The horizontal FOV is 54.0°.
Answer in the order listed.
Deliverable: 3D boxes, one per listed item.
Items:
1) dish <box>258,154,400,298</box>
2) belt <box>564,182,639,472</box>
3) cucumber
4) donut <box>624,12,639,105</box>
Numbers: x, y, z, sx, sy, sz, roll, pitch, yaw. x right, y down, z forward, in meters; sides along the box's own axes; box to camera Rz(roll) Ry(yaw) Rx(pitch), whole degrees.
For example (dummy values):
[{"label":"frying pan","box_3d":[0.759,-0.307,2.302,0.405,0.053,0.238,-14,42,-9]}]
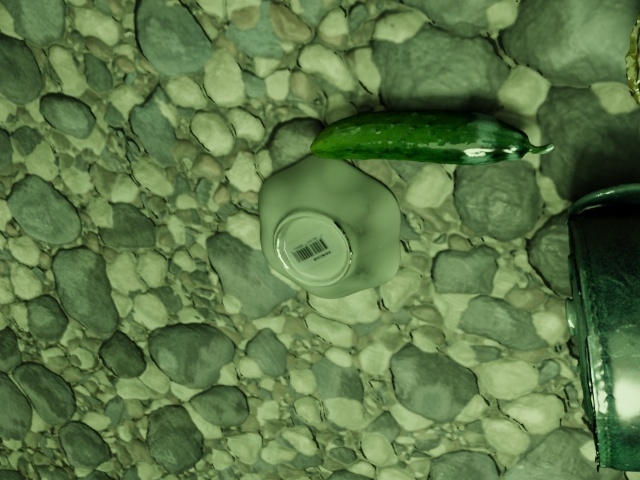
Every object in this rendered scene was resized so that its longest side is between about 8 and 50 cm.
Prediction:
[{"label":"dish","box_3d":[0.000,0.000,0.724,0.191,0.066,0.190,8,117,17]},{"label":"belt","box_3d":[0.288,0.079,0.575,0.116,0.206,0.267,-7,106,20]},{"label":"cucumber","box_3d":[0.106,-0.105,0.641,0.250,0.056,0.056,5,117,20]},{"label":"donut","box_3d":[0.382,-0.139,0.495,0.272,0.107,0.272,7,112,17]}]
